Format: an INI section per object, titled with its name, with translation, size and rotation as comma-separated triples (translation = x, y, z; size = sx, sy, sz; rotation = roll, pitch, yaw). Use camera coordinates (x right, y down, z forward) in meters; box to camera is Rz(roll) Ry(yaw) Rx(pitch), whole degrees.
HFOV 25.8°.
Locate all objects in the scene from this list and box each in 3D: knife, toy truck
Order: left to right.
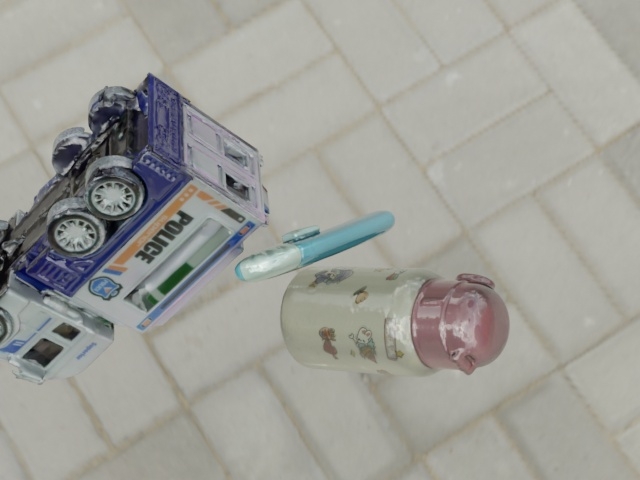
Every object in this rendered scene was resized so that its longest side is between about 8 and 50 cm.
[toy truck]
translation = -0.179, 0.006, 1.160
size = 0.268, 0.155, 0.124
rotation = -42, 32, 26
[knife]
translation = 0.000, 0.000, 1.189
size = 0.064, 0.222, 0.031
rotation = -18, 91, 33

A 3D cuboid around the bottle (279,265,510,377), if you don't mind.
[bottle]
translation = 0.077, 0.080, 1.384
size = 0.233, 0.110, 0.110
rotation = -1, 64, 41
